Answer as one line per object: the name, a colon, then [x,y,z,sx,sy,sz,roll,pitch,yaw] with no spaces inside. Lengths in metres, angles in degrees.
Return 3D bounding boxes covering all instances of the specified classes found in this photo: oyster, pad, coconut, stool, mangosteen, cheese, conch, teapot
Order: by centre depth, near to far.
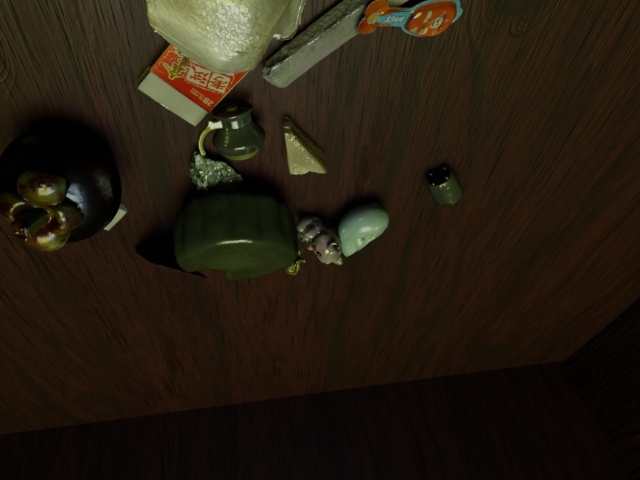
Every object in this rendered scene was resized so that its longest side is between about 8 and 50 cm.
coconut: [-0.186,-0.428,0.752,0.248,0.244,0.245,28,129,-17]
cheese: [0.194,-0.469,0.922,0.256,0.037,0.106,-14,161,-23]
mangosteen: [-0.606,-0.104,0.999,0.275,0.302,0.274,-1,129,-1]
teapot: [-0.216,-0.258,1.046,0.166,0.130,0.119,-23,130,-19]
oyster: [-0.292,-0.171,1.193,0.125,0.064,0.177,-40,136,25]
stool: [0.380,-0.167,1.345,0.096,0.096,0.110,-28,134,19]
pad: [-0.462,0.072,1.346,0.181,0.004,0.267,21,176,-35]
conch: [0.137,-0.037,1.420,0.185,0.120,0.221,3,148,-28]

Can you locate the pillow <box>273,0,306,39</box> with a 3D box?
pillow: [-0.071,-0.505,0.852,0.131,0.038,0.232,10,138,-25]

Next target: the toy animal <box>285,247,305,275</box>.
toy animal: [-0.099,0.060,1.447,0.073,0.181,0.136,-17,133,-24]

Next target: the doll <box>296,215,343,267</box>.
doll: [0.000,0.000,1.390,0.095,0.192,0.149,-40,162,-14]

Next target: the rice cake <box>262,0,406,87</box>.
rice cake: [0.029,-0.449,0.932,0.365,0.056,0.073,-30,151,20]

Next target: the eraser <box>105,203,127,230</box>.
eraser: [-0.639,-0.091,1.230,0.104,0.023,0.150,-34,137,26]

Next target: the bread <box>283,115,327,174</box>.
bread: [-0.039,-0.249,1.145,0.105,0.077,0.152,-6,144,-1]

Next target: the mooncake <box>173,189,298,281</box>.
mooncake: [-0.238,-0.012,1.262,0.352,0.187,0.351,-4,156,-2]

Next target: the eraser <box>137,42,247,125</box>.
eraser: [-0.271,-0.373,0.965,0.230,0.038,0.157,-35,136,26]
